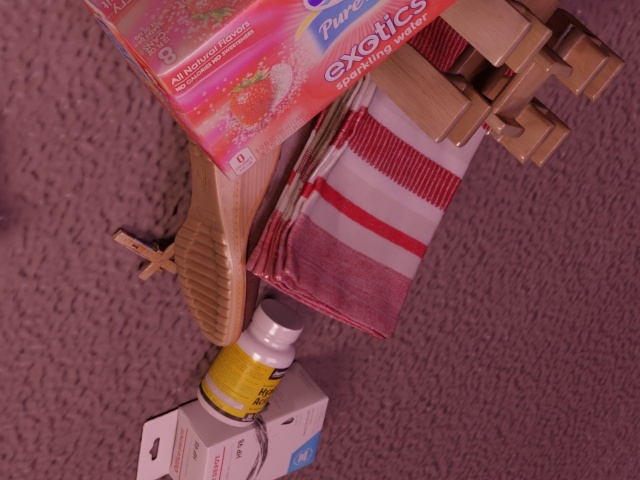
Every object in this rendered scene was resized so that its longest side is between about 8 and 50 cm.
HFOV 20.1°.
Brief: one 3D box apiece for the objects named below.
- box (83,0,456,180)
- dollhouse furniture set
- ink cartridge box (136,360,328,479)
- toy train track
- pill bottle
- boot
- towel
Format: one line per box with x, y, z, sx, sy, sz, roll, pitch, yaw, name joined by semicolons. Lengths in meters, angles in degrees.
-0.012;-0.211;1.320;0.300;0.142;0.154;-39;146;-5;box
0.153;-0.203;1.470;0.242;0.161;0.212;-52;155;17;dollhouse furniture set
-0.087;0.200;1.787;0.180;0.060;0.104;-20;142;-29;ink cartridge box
-0.149;0.007;1.549;0.048;0.014;0.083;-41;142;12;toy train track
-0.064;0.114;1.709;0.065;0.065;0.116;3;126;-47;pill bottle
-0.018;-0.041;1.530;0.207;0.090;0.248;-20;127;-34;boot
0.074;-0.085;1.549;0.237;0.037;0.329;29;87;-59;towel
